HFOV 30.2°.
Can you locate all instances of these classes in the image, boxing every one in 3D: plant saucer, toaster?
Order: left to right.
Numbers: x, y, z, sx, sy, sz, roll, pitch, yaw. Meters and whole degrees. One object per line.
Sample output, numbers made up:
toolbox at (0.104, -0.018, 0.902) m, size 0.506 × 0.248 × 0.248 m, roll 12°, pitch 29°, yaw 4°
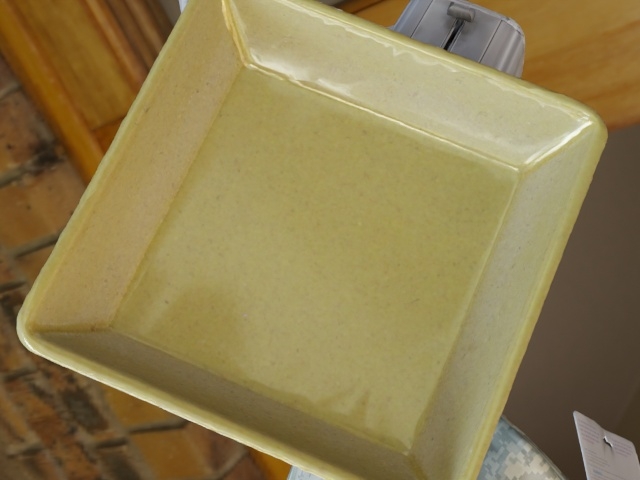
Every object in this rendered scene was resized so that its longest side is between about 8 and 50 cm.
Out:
plant saucer at (0.000, 0.000, 0.878) m, size 0.333 × 0.081 × 0.332 m, roll 23°, pitch -108°, yaw 7°
toaster at (0.106, -0.114, 1.071) m, size 0.227 × 0.129 × 0.146 m, roll 88°, pitch -153°, yaw -61°

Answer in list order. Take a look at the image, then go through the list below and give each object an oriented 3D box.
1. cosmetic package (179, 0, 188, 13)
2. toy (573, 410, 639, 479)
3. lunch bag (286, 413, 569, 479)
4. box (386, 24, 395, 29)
cosmetic package at (-0.109, -0.297, 1.304) m, size 0.099 × 0.239 × 0.060 m, roll -10°, pitch -89°, yaw -6°
toy at (0.222, 0.262, 0.904) m, size 0.137 × 0.056 × 0.237 m, roll 32°, pitch -137°, yaw -52°
lunch bag at (0.112, 0.284, 1.277) m, size 0.256 × 0.305 × 0.212 m, roll -45°, pitch -58°, yaw -1°
box at (0.137, -0.074, 1.300) m, size 0.127 × 0.231 × 0.262 m, roll -29°, pitch -124°, yaw -36°
